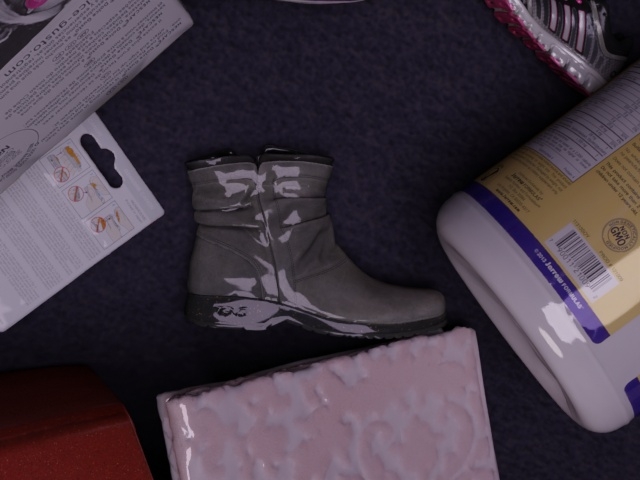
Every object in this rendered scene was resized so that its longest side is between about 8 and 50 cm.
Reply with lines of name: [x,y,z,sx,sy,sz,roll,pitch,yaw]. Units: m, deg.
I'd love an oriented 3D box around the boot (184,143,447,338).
boot: [0.000,0.000,1.060,0.246,0.083,0.161,4,94,-10]

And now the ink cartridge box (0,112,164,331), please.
ink cartridge box: [-0.250,-0.030,1.048,0.179,0.045,0.145,-38,103,-18]

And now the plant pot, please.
plant pot: [-0.255,0.242,0.990,0.235,0.267,0.267,-22,103,-18]

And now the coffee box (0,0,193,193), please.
coffee box: [-0.346,-0.199,0.799,0.338,0.334,0.338,-42,79,1]

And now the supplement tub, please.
supplement tub: [0.290,-0.023,1.009,0.331,0.241,0.241,-36,103,0]

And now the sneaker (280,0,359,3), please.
sneaker: [-0.052,-0.272,0.982,0.305,0.114,0.152,4,100,-8]

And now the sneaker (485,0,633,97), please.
sneaker: [0.210,-0.200,1.058,0.170,0.063,0.075,41,93,-17]

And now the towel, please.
towel: [0.026,0.252,1.021,0.331,0.053,0.317,-8,89,-36]
